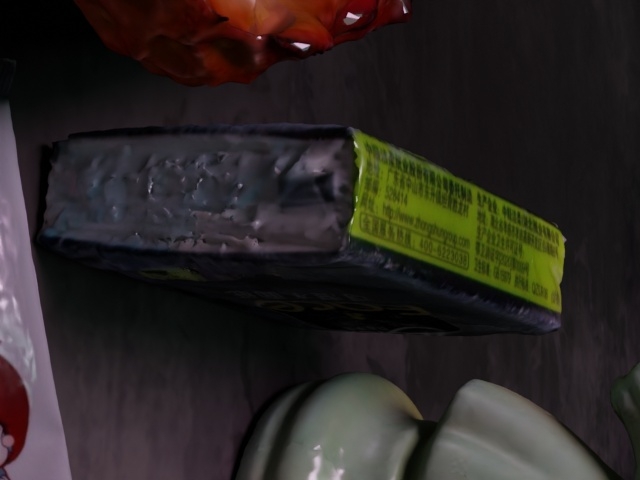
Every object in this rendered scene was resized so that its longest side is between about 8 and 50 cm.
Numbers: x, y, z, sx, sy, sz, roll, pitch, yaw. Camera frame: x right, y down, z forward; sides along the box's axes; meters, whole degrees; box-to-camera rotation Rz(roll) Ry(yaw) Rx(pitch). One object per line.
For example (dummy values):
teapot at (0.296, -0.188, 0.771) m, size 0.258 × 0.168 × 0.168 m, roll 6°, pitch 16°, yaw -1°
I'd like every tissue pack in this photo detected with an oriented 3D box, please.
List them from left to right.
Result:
tissue pack at (0.000, 0.000, 0.729) m, size 0.235 × 0.173 × 0.073 m, roll 21°, pitch 72°, yaw -58°

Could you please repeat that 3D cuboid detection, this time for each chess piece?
chess piece at (0.115, 0.149, 0.773) m, size 0.176 × 0.298 × 0.175 m, roll 12°, pitch 76°, yaw -58°

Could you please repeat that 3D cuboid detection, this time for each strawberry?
strawberry at (-0.045, -0.171, 0.705) m, size 0.253 × 0.150 × 0.280 m, roll 28°, pitch 54°, yaw -51°

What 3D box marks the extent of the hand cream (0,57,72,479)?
hand cream at (-0.139, 0.081, 0.591) m, size 0.121 × 0.076 × 0.335 m, roll -2°, pitch 79°, yaw -62°
